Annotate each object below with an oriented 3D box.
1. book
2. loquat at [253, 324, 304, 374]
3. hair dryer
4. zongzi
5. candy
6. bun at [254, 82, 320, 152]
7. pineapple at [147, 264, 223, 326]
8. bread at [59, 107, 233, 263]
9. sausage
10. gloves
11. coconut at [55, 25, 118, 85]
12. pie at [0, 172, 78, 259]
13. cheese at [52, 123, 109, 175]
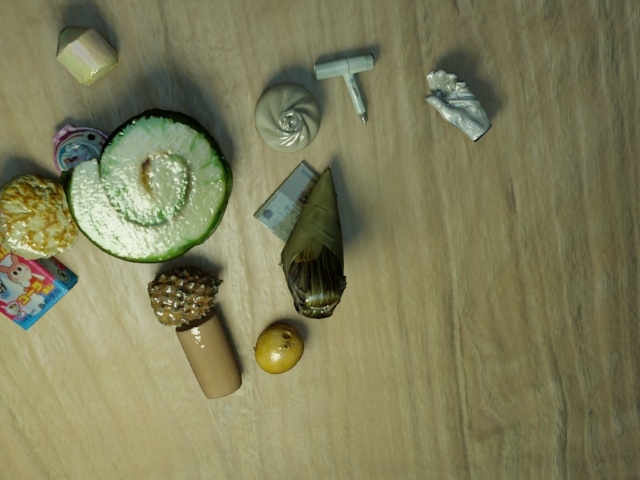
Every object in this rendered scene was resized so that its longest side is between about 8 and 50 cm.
[{"bbox_3d":[-0.068,-0.094,1.371,0.138,0.016,0.198,41,95,-18],"label":"book"},{"bbox_3d":[-0.117,0.303,1.408,0.141,0.141,0.141,-3,106,-10],"label":"loquat"},{"bbox_3d":[0.072,-0.378,1.307,0.155,0.044,0.183,-12,110,-5],"label":"hair dryer"},{"bbox_3d":[0.000,0.000,1.247,0.154,0.289,0.317,5,113,-15],"label":"zongzi"},{"bbox_3d":[-0.781,0.060,1.241,0.157,0.100,0.306,-42,107,3],"label":"candy"},{"bbox_3d":[-0.078,-0.304,1.258,0.173,0.120,0.172,-3,107,-11],"label":"bun"},{"bbox_3d":[-0.344,0.136,1.309,0.193,0.166,0.166,-21,108,-17],"label":"pineapple"},{"bbox_3d":[-0.412,-0.131,1.210,0.382,0.129,0.365,3,110,-25],"label":"bread"},{"bbox_3d":[-0.300,0.321,1.388,0.123,0.123,0.252,-20,108,-4],"label":"sausage"},{"bbox_3d":[0.360,-0.359,1.334,0.119,0.097,0.229,-46,110,-9],"label":"gloves"},{"bbox_3d":[-0.537,-0.426,1.143,0.116,0.116,0.122,-37,114,1],"label":"coconut"},{"bbox_3d":[-0.677,-0.057,1.201,0.179,0.084,0.205,-5,90,-47],"label":"pie"},{"bbox_3d":[-0.548,-0.174,1.238,0.155,0.062,0.244,-39,109,0],"label":"cheese"}]
